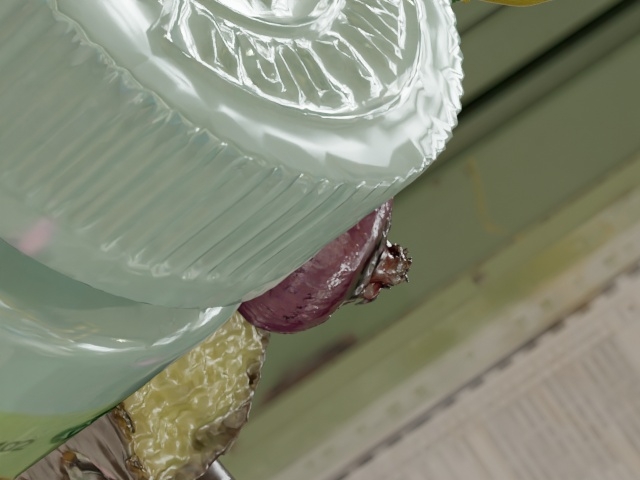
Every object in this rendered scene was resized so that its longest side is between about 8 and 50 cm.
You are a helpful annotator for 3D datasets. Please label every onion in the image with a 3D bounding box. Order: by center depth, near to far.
[{"bbox_3d":[0.000,0.000,1.016,0.104,0.115,0.115,25,2,-13],"label":"onion"}]

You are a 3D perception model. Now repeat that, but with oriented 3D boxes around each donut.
[{"bbox_3d":[-0.106,0.139,1.199,0.259,0.136,0.345,18,-46,53],"label":"donut"}]

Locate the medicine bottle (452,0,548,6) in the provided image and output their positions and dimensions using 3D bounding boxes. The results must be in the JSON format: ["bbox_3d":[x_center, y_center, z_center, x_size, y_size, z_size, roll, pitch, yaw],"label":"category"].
[{"bbox_3d":[0.148,-0.249,1.705,0.064,0.261,0.095,-71,145,-69],"label":"medicine bottle"}]

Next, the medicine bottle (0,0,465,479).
[{"bbox_3d":[-0.129,0.001,0.483,0.158,0.318,0.158,31,40,-30],"label":"medicine bottle"}]
